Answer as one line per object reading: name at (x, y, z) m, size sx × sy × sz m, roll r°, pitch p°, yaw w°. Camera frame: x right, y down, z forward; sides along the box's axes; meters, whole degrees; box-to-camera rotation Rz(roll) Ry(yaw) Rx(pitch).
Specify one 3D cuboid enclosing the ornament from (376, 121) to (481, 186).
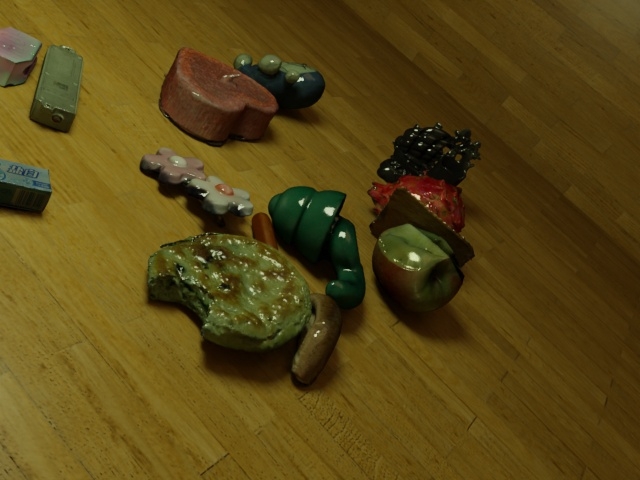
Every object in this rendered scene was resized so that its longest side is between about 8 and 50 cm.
ornament at (0.334, -0.248, 1.975) m, size 0.251 × 0.260 × 0.106 m, roll 34°, pitch 23°, yaw -4°

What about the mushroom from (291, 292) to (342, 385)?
mushroom at (-0.004, 0.166, 1.178) m, size 0.072 × 0.094 × 0.210 m, roll 27°, pitch 26°, yaw -13°

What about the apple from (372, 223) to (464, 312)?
apple at (0.213, 0.065, 1.477) m, size 0.207 × 0.174 × 0.188 m, roll 6°, pitch 14°, yaw -36°

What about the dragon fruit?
dragon fruit at (0.240, -0.075, 1.691) m, size 0.268 × 0.210 × 0.205 m, roll 23°, pitch 31°, yaw 20°

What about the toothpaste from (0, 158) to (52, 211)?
toothpaste at (-0.552, -0.104, 0.988) m, size 0.272 × 0.053 × 0.066 m, roll 12°, pitch 38°, yaw -37°

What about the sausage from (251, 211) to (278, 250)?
sausage at (-0.113, -0.003, 1.343) m, size 0.039 × 0.041 × 0.131 m, roll 42°, pitch 20°, yaw -42°

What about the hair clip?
hair clip at (-0.247, -0.112, 1.328) m, size 0.257 × 0.075 × 0.146 m, roll 39°, pitch 33°, yaw 11°

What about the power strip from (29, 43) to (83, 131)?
power strip at (-0.526, -0.312, 1.318) m, size 0.078 × 0.052 × 0.272 m, roll 20°, pitch 33°, yaw -29°

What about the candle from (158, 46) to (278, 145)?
candle at (-0.261, -0.375, 1.628) m, size 0.287 × 0.131 × 0.317 m, roll 47°, pitch 29°, yaw 21°

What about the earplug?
earplug at (-0.004, 0.007, 1.373) m, size 0.280 × 0.164 × 0.257 m, roll 30°, pitch 59°, yaw 9°

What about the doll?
doll at (-0.106, -0.452, 1.869) m, size 0.258 × 0.154 × 0.228 m, roll -11°, pitch 17°, yaw -41°

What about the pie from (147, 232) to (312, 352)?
pie at (-0.149, 0.079, 1.133) m, size 0.302 × 0.067 × 0.303 m, roll 19°, pitch 28°, yaw -11°

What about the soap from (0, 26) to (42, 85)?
soap at (-0.617, -0.362, 1.285) m, size 0.100 × 0.056 × 0.149 m, roll 22°, pitch 32°, yaw -21°

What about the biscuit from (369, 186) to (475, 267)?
biscuit at (0.235, -0.002, 1.566) m, size 0.237 × 0.232 × 0.013 m, roll 43°, pitch 60°, yaw 7°
